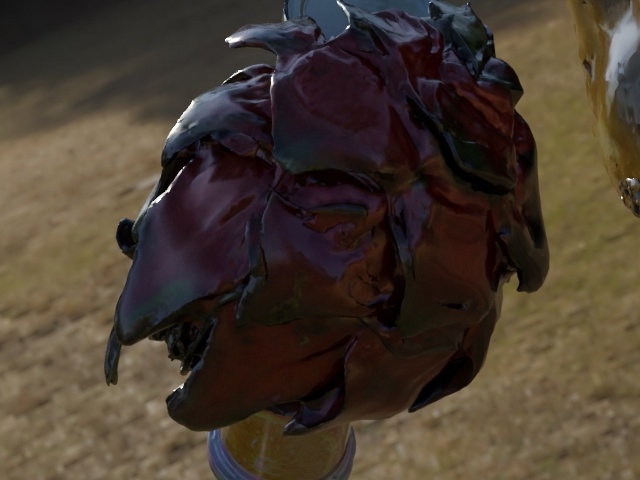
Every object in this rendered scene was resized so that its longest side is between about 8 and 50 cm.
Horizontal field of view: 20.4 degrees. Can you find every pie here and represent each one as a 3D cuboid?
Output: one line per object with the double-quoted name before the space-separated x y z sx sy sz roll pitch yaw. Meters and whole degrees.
"pie" 0.227 -0.148 1.237 0.069 0.273 0.273 -11 11 -9

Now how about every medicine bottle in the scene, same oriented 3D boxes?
"medicine bottle" -0.005 0.013 1.120 0.108 0.426 0.108 4 49 -5

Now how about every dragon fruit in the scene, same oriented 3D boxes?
"dragon fruit" 0.006 -0.005 0.771 0.182 0.182 0.189 -36 -14 -42
